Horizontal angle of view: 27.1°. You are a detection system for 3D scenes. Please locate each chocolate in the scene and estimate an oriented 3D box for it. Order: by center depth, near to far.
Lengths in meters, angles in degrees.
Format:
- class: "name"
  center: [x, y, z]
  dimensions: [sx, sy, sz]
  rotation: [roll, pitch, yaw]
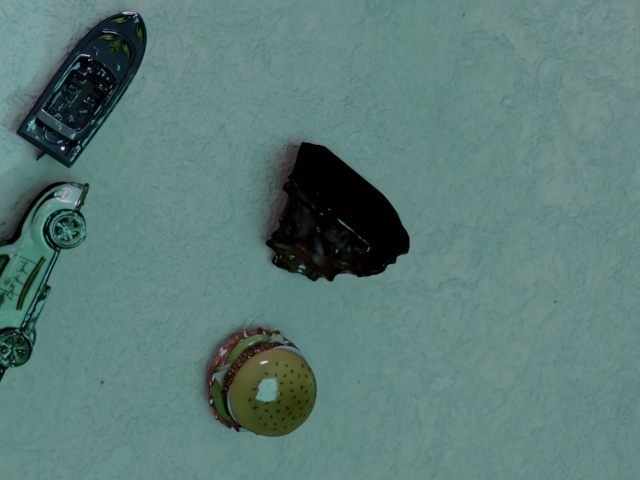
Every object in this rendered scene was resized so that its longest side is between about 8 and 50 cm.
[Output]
- class: "chocolate"
  center: [0.000, 0.000, 2.021]
  dimensions: [0.224, 0.206, 0.177]
  rotation: [37, 114, -15]

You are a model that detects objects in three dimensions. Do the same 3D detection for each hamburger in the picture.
- class: "hamburger"
  center: [-0.083, 0.224, 2.043]
  dimensions: [0.175, 0.137, 0.175]
  rotation: [-5, 102, -27]

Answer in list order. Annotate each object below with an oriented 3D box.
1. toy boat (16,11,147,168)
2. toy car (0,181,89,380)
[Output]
- class: "toy boat"
  center: [-0.318, -0.214, 1.833]
  dimensions: [0.093, 0.103, 0.246]
  rotation: [34, 80, -6]
- class: "toy car"
  center: [-0.415, 0.047, 1.830]
  dimensions: [0.125, 0.136, 0.305]
  rotation: [23, 90, -11]
